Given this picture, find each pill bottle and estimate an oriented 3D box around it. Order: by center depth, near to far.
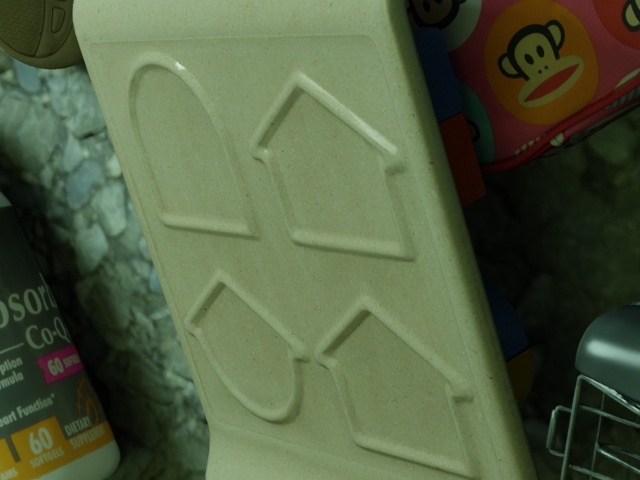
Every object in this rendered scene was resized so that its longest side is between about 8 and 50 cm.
[{"bbox_3d":[-0.257,0.058,1.205,0.162,0.162,0.278,-25,89,32],"label":"pill bottle"}]

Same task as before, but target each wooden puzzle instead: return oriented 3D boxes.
[{"bbox_3d":[0.000,0.000,1.024,0.322,0.080,0.348,7,115,55],"label":"wooden puzzle"}]

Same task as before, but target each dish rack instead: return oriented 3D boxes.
[{"bbox_3d":[0.188,0.145,0.948,0.074,0.208,0.271,21,113,37],"label":"dish rack"}]

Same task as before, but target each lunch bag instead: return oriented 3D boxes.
[{"bbox_3d":[0.137,-0.201,0.944,0.293,0.120,0.258,-33,80,31],"label":"lunch bag"}]

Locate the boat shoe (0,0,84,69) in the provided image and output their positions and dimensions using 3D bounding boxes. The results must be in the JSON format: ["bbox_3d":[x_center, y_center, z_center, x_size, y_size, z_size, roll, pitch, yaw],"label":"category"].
[{"bbox_3d":[-0.187,-0.256,1.127,0.109,0.098,0.302,-3,117,24],"label":"boat shoe"}]
